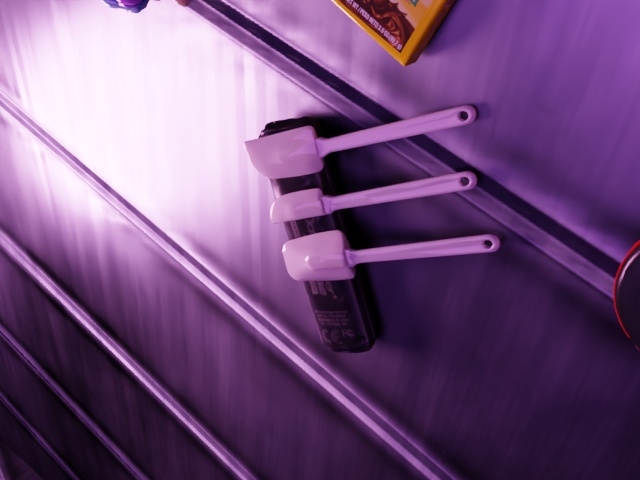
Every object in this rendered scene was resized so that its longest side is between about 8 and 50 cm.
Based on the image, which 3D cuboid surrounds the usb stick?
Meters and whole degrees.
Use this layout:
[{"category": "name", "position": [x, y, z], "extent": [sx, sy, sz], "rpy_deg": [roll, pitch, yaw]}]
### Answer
[{"category": "usb stick", "position": [0.000, 0.000, 0.712], "extent": [0.077, 0.045, 0.278], "rpy_deg": [-3, 113, 33]}]

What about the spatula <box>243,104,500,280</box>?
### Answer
[{"category": "spatula", "position": [0.048, -0.039, 0.629], "extent": [0.241, 0.019, 0.168], "rpy_deg": [-7, 107, 29]}]

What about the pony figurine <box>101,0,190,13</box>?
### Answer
[{"category": "pony figurine", "position": [-0.274, -0.359, 0.522], "extent": [0.302, 0.351, 0.364], "rpy_deg": [-28, 94, 26]}]

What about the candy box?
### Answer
[{"category": "candy box", "position": [0.028, -0.253, 0.537], "extent": [0.206, 0.027, 0.105], "rpy_deg": [45, 134, 10]}]

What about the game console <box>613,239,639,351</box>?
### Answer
[{"category": "game console", "position": [0.418, 0.091, 0.379], "extent": [0.387, 0.060, 0.342], "rpy_deg": [51, 138, 4]}]
